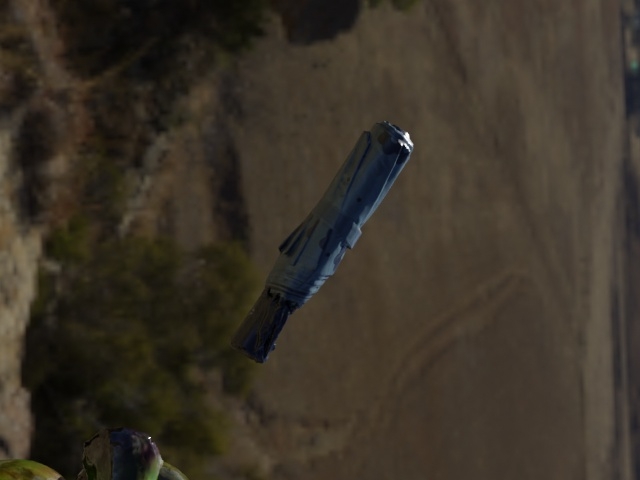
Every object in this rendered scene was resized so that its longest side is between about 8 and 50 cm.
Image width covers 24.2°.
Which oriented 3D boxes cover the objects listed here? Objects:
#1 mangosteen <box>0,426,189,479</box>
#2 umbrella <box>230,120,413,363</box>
[{"bbox_3d":[-0.161,0.270,0.913,0.300,0.300,0.300,-3,90,-74],"label":"mangosteen"},{"bbox_3d":[-0.002,-0.001,1.354,0.250,0.053,0.052,-54,153,-2],"label":"umbrella"}]
